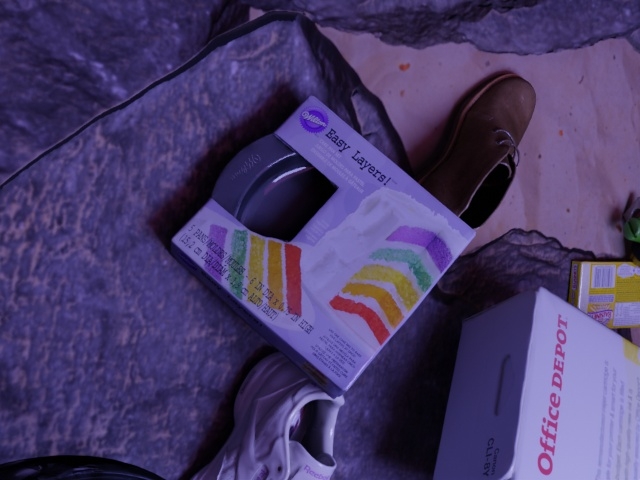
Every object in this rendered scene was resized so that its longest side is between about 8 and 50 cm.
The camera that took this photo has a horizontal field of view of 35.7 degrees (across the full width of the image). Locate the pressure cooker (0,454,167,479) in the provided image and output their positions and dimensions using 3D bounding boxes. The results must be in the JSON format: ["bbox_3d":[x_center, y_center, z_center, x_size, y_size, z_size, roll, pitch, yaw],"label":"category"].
[{"bbox_3d":[-0.258,0.403,0.902,0.376,0.370,0.420,21,83,-5],"label":"pressure cooker"}]

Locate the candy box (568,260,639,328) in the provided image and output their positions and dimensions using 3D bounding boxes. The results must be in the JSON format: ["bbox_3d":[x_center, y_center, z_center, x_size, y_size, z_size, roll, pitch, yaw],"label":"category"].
[{"bbox_3d":[0.462,0.083,1.533,0.206,0.027,0.105,1,97,-33],"label":"candy box"}]

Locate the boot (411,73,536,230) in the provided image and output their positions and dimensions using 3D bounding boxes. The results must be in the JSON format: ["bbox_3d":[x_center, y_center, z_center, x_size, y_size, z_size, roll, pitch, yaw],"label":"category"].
[{"bbox_3d":[0.221,-0.108,1.279,0.112,0.115,0.305,54,56,-26],"label":"boot"}]

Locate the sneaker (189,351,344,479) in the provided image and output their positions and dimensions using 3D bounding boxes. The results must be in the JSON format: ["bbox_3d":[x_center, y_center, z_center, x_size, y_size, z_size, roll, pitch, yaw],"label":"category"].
[{"bbox_3d":[-0.069,0.281,1.145,0.114,0.152,0.305,24,86,-36],"label":"sneaker"}]

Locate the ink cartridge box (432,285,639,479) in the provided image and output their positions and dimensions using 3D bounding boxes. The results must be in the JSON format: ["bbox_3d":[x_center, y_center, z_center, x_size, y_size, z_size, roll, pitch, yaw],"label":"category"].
[{"bbox_3d":[0.351,0.274,1.291,0.385,0.160,0.279,31,53,-21],"label":"ink cartridge box"}]

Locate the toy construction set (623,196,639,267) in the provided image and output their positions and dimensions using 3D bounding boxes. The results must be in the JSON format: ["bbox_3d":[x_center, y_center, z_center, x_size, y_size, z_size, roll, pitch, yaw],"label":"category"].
[{"bbox_3d":[0.582,-0.069,1.493,0.237,0.257,0.308,11,66,-17],"label":"toy construction set"}]

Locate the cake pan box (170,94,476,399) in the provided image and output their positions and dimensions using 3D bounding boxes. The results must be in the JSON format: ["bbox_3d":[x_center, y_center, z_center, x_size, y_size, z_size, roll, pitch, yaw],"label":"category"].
[{"bbox_3d":[0.000,0.000,1.125,0.267,0.070,0.246,42,71,5],"label":"cake pan box"}]
